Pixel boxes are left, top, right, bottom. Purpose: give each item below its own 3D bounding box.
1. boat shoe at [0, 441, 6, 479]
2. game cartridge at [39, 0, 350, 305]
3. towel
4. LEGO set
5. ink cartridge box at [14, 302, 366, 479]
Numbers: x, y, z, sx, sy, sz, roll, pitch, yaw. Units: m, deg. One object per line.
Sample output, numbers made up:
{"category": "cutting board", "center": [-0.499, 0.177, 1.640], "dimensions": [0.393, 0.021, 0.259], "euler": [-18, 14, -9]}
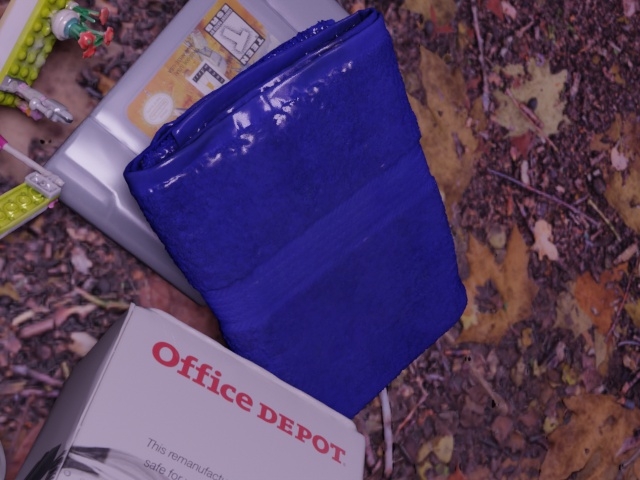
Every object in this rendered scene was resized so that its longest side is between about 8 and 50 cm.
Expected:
{"category": "boat shoe", "center": [-0.316, 0.055, 0.422], "dimensions": [0.118, 0.103, 0.320], "euler": [-33, 89, -22]}
{"category": "game cartridge", "center": [-0.068, -0.103, 0.588], "dimensions": [0.198, 0.062, 0.297], "euler": [39, 73, -14]}
{"category": "towel", "center": [0.000, 0.000, 0.555], "dimensions": [0.227, 0.076, 0.308], "euler": [-37, 125, -18]}
{"category": "LEGO set", "center": [-0.208, -0.098, 0.462], "dimensions": [0.107, 0.132, 0.287], "euler": [33, 63, 6]}
{"category": "ink cartridge box", "center": [-0.101, 0.230, 0.435], "dimensions": [0.223, 0.129, 0.307], "euler": [35, 38, -20]}
